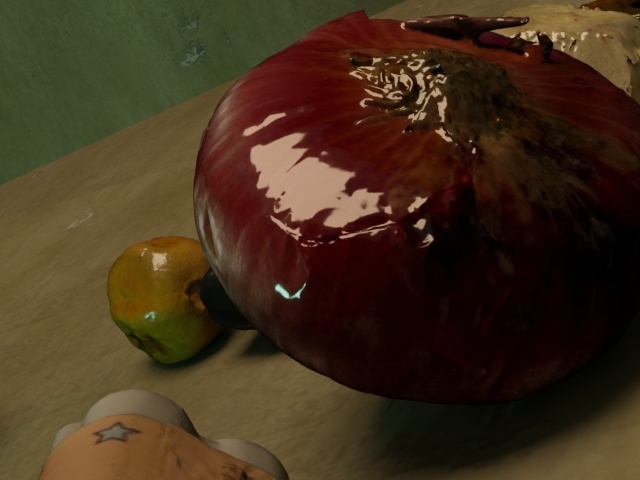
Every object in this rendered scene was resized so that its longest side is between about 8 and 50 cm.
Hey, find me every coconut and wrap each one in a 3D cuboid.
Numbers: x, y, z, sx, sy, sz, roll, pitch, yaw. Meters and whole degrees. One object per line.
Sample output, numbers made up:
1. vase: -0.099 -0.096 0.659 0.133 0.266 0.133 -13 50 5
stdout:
1. coconut: 0.209 -0.105 1.109 0.194 0.194 0.194 -26 16 8

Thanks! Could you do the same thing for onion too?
1. onion: 0.078 -0.005 0.920 0.348 0.285 0.347 6 42 -5

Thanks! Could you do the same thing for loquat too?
1. loquat: -0.159 0.059 1.288 0.137 0.137 0.113 -13 8 43

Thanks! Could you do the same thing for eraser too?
1. eraser: -0.080 0.189 0.683 0.087 0.171 0.290 -57 12 13

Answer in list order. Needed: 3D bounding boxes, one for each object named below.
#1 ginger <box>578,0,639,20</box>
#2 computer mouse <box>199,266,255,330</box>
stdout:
1. ginger: 0.334 -0.237 1.425 0.309 0.107 0.133 -39 33 -23
2. computer mouse: 0.000 0.000 1.247 0.170 0.100 0.269 -20 22 34
